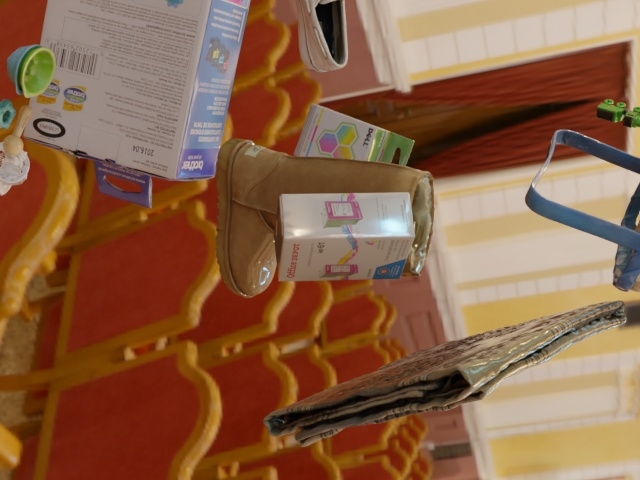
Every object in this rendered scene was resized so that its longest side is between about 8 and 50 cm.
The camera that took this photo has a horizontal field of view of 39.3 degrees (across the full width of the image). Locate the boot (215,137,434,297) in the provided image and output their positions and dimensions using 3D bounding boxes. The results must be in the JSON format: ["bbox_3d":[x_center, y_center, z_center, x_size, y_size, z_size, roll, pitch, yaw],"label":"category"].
[{"bbox_3d":[0.000,0.000,1.092,0.089,0.270,0.236,-45,140,-45],"label":"boot"}]

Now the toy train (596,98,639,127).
[{"bbox_3d":[0.303,-0.116,0.854,0.024,0.083,0.017,-38,137,-37],"label":"toy train"}]

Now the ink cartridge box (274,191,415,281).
[{"bbox_3d":[0.020,-0.002,0.845,0.088,0.123,0.052,100,-11,-60],"label":"ink cartridge box"}]

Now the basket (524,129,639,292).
[{"bbox_3d":[0.425,-0.048,1.180,0.255,0.289,0.201,-49,163,-53],"label":"basket"}]

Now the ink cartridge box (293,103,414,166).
[{"bbox_3d":[0.062,-0.179,1.727,0.062,0.209,0.108,1,112,-63],"label":"ink cartridge box"}]

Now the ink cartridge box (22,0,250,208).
[{"bbox_3d":[-0.276,-0.249,1.341,0.151,0.270,0.395,-12,117,-71],"label":"ink cartridge box"}]

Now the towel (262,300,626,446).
[{"bbox_3d":[0.139,0.152,0.991,0.324,0.312,0.056,-13,83,-44],"label":"towel"}]

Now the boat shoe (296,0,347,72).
[{"bbox_3d":[0.007,-0.419,1.532,0.095,0.084,0.258,-24,112,-35],"label":"boat shoe"}]

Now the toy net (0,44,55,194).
[{"bbox_3d":[-0.416,-0.149,1.201,0.122,0.045,0.232,-50,159,-55],"label":"toy net"}]
